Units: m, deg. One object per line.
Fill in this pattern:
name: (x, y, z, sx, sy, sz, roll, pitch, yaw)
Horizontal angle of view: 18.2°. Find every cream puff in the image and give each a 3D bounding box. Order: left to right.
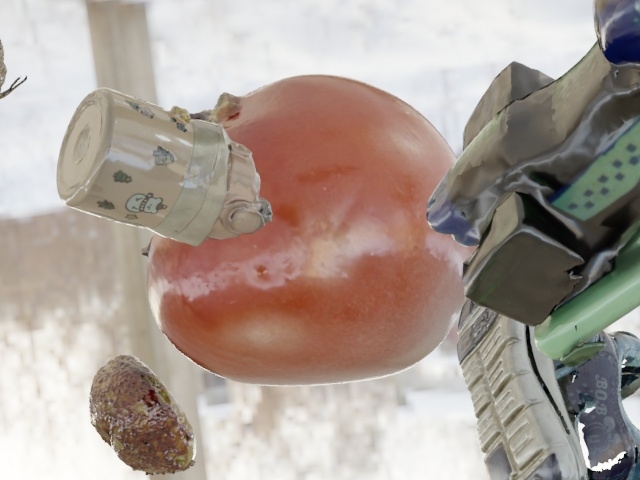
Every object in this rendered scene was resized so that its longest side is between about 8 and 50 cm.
cream puff: (-0.197, 0.197, 2.160, 0.084, 0.149, 0.149, -35, -170, -13)

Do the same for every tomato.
tomato: (0.000, 0.000, 1.881, 0.321, 0.321, 0.321, -7, -177, 0)

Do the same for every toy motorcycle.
toy motorcycle: (0.174, -0.088, 0.870, 0.196, 0.125, 0.331, 28, 129, -18)

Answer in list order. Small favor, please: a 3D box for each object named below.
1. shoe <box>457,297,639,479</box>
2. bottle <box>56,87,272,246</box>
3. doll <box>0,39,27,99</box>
shoe: (0.148, 0.080, 1.221, 0.106, 0.207, 0.091, 3, 145, -23)
bottle: (-0.108, -0.049, 1.452, 0.152, 0.099, 0.099, 16, 171, -27)
doll: (-0.371, -0.199, 1.868, 0.221, 0.105, 0.115, 45, -162, 31)
